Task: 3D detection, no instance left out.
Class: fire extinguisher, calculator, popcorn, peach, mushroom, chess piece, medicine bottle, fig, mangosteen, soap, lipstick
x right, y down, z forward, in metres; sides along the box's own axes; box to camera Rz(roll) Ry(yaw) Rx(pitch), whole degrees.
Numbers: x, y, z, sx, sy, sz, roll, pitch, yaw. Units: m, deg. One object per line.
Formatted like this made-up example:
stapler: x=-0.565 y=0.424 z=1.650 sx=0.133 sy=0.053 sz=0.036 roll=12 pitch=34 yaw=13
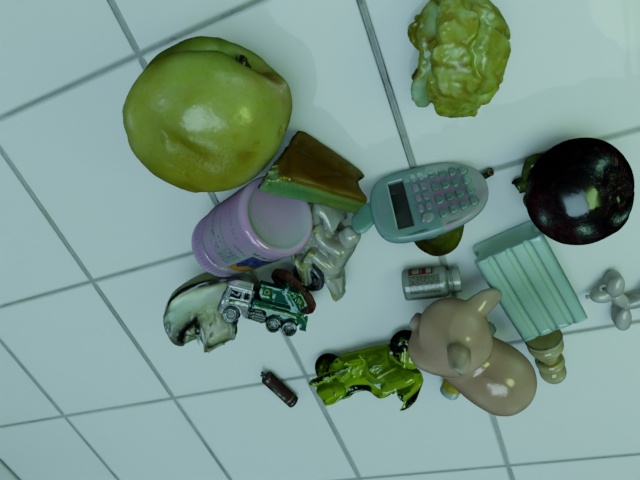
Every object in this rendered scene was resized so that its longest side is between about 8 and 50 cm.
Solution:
fire extinguisher: x=-0.136 y=0.456 z=1.517 sx=0.158 sy=0.043 sz=0.064 roll=48 pitch=160 yaw=-16
calculator: x=0.210 y=-0.081 z=1.059 sx=0.299 sy=0.185 sz=0.041 roll=-16 pitch=144 yaw=12
popcorn: x=0.251 y=-0.338 z=0.892 sx=0.183 sy=0.204 sz=0.221 roll=1 pitch=105 yaw=10
peach: x=-0.223 y=-0.249 z=0.981 sx=0.314 sy=0.281 sz=0.315 roll=15 pitch=137 yaw=-23
mushroom: x=-0.275 y=0.163 z=1.293 sx=0.267 sy=0.164 sz=0.189 roll=-28 pitch=106 yaw=3
chess piece: x=0.588 y=0.305 z=1.259 sx=0.094 sy=0.094 sz=0.170 roll=-15 pitch=120 yaw=19
medicine bottle: x=0.276 y=0.104 z=1.208 sx=0.140 sy=0.079 sz=0.079 roll=-8 pitch=118 yaw=16
fig: x=0.297 y=-0.074 z=1.097 sx=0.124 sy=0.124 sz=0.236 roll=35 pitch=98 yaw=-10
medicine bottle: x=-0.165 y=-0.021 z=1.106 sx=0.178 sy=0.178 sz=0.290 roll=46 pitch=145 yaw=-16
mangosteen: x=0.509 y=-0.092 z=0.988 sx=0.216 sy=0.216 sz=0.216 roll=5 pitch=121 yaw=8
soap: x=0.496 y=0.100 z=1.157 sx=0.160 sy=0.087 sz=0.265 roll=-28 pitch=111 yaw=25
lipstick: x=0.398 y=0.328 z=1.326 sx=0.059 sy=0.059 sz=0.264 roll=16 pitch=121 yaw=2

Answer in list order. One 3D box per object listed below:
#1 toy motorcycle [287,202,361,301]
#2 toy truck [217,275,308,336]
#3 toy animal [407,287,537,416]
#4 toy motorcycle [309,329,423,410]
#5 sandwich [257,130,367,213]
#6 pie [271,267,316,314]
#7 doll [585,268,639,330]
toy motorcycle: x=0.000 y=0.000 z=1.165 sx=0.223 sy=0.108 sz=0.341 roll=15 pitch=129 yaw=30
toy truck: x=-0.132 y=0.149 z=1.175 sx=0.216 sy=0.110 sz=0.116 roll=16 pitch=92 yaw=-9
toy animal: x=0.359 y=0.274 z=1.156 sx=0.326 sy=0.237 sz=0.269 roll=29 pitch=148 yaw=19
toy motorcycle: x=0.146 y=0.385 z=1.366 sx=0.342 sy=0.142 sz=0.206 roll=-21 pitch=76 yaw=22
sandwich: x=0.004 y=-0.127 z=1.031 sx=0.212 sy=0.245 sz=0.063 roll=32 pitch=124 yaw=-8
pie: x=-0.070 y=0.135 z=1.281 sx=0.154 sy=0.036 sz=0.154 roll=37 pitch=156 yaw=19
doll: x=0.723 y=0.135 z=1.149 sx=0.161 sy=0.059 sz=0.160 roll=-25 pitch=112 yaw=24
